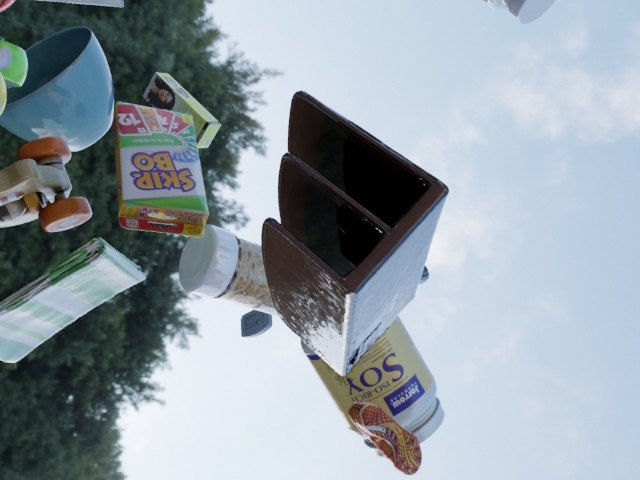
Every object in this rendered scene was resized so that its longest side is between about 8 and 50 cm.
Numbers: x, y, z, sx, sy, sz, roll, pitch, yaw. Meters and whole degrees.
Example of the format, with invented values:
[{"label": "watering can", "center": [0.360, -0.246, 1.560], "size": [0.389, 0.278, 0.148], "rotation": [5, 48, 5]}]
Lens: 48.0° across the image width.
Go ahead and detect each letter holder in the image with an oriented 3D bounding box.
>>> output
[{"label": "letter holder", "center": [0.000, 0.000, 0.845], "size": [0.214, 0.302, 0.152], "rotation": [38, -110, 16]}]

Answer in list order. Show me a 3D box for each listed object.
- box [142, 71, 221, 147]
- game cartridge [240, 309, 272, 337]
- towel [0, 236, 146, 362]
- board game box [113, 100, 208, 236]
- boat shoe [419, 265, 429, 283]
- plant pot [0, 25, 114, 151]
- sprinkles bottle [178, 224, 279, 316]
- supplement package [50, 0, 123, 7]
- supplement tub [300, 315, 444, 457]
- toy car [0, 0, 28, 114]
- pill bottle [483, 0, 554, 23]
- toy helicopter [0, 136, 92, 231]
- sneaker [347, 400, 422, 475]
[{"label": "box", "center": [-0.382, -0.358, 1.973], "size": [0.232, 0.058, 0.087], "rotation": [43, -65, 16]}, {"label": "game cartridge", "center": [-0.128, 0.164, 1.443], "size": [0.083, 0.017, 0.056], "rotation": [-28, -130, 34]}, {"label": "towel", "center": [-0.512, 0.127, 1.389], "size": [0.324, 0.248, 0.038], "rotation": [-35, -106, -5]}, {"label": "board game box", "center": [-0.242, -0.111, 1.077], "size": [0.039, 0.124, 0.260], "rotation": [120, -34, -41]}, {"label": "boat shoe", "center": [0.167, 0.030, 1.516], "size": [0.083, 0.183, 0.065], "rotation": [-55, -157, 35]}, {"label": "plant pot", "center": [-0.584, -0.317, 1.627], "size": [0.290, 0.195, 0.290], "rotation": [-18, -139, 16]}, {"label": "sprinkles bottle", "center": [-0.078, 0.078, 1.312], "size": [0.121, 0.355, 0.121], "rotation": [-27, -127, 43]}, {"label": "supplement package", "center": [-0.408, -0.444, 0.990], "size": [0.199, 0.262, 0.198], "rotation": [-122, -145, -61]}, {"label": "supplement tub", "center": [0.127, 0.315, 1.702], "size": [0.241, 0.241, 0.331], "rotation": [-25, -82, 39]}, {"label": "toy car", "center": [-0.400, -0.236, 0.897], "size": [0.225, 0.053, 0.239], "rotation": [175, -77, -75]}, {"label": "pill bottle", "center": [0.281, -0.429, 1.121], "size": [0.112, 0.112, 0.187], "rotation": [-48, -115, 26]}, {"label": "toy helicopter", "center": [-0.541, -0.063, 1.095], "size": [0.234, 0.355, 0.140], "rotation": [-24, -97, 16]}, {"label": "sneaker", "center": [0.116, 0.337, 1.242], "size": [0.064, 0.175, 0.067], "rotation": [-44, -161, -19]}]
